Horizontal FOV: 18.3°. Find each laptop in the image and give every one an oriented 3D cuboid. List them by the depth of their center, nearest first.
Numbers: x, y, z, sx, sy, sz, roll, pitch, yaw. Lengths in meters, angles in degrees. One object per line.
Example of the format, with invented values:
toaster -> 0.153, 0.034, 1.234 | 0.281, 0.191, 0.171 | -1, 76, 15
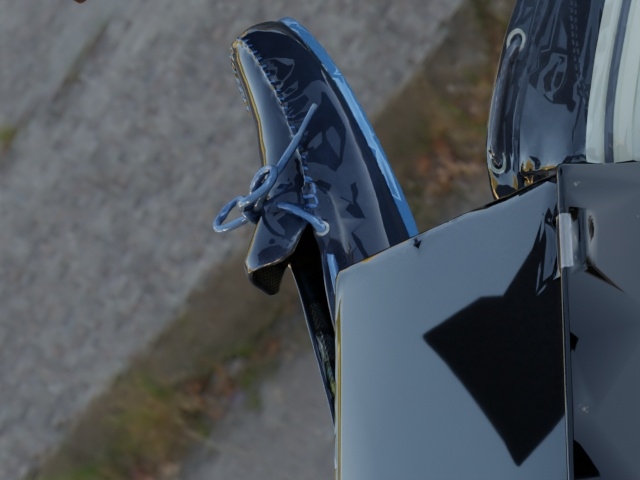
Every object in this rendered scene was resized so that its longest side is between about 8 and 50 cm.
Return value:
laptop -> 0.195, 0.168, 1.087 | 0.236, 0.408, 0.382 | 60, -151, -74

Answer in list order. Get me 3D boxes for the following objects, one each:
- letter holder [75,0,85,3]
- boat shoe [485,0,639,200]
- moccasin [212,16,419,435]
letter holder -> -0.125, -0.338, 1.369 | 0.302, 0.214, 0.152 | -33, 66, 11
boat shoe -> 0.211, -0.217, 1.233 | 0.156, 0.187, 0.500 | -8, 60, 48
moccasin -> 0.000, 0.000, 1.372 | 0.138, 0.117, 0.342 | 95, 152, -66
